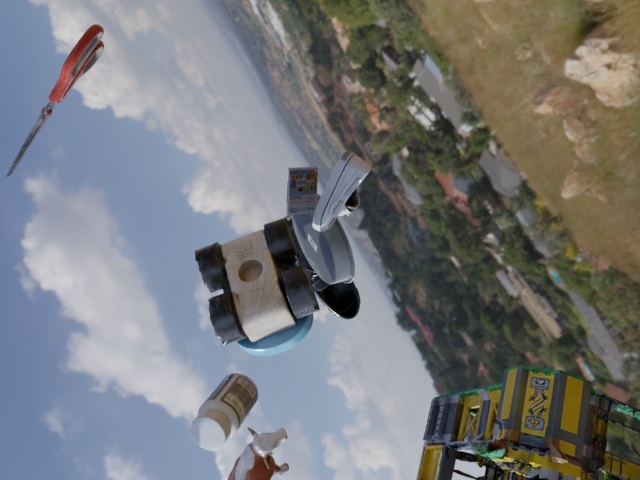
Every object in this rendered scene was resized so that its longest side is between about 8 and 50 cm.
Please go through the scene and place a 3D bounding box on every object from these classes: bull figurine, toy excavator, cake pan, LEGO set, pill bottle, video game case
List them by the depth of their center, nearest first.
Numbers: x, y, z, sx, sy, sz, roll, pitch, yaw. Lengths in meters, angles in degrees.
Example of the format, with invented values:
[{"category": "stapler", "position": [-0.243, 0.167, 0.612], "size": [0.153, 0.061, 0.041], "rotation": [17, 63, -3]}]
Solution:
[{"category": "LEGO set", "position": [0.216, 0.248, 0.455], "size": [0.331, 0.192, 0.255], "rotation": [25, 155, -15]}, {"category": "pill bottle", "position": [-0.168, 0.300, 1.018], "size": [0.078, 0.078, 0.137], "rotation": [58, -157, -7]}, {"category": "bull figurine", "position": [-0.158, 0.573, 1.374], "size": [0.101, 0.311, 0.188], "rotation": [27, 179, 28]}, {"category": "toy excavator", "position": [-0.130, 0.127, 1.440], "size": [0.445, 0.222, 0.433], "rotation": [71, 178, -52]}, {"category": "video game case", "position": [-0.047, -0.130, 1.500], "size": [0.011, 0.087, 0.122], "rotation": [28, 120, 56]}, {"category": "cake pan", "position": [0.000, 0.000, 1.662], "size": [0.293, 0.054, 0.293], "rotation": [53, 158, 32]}]

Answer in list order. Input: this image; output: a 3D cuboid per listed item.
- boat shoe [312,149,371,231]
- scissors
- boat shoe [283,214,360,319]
[{"category": "boat shoe", "position": [0.054, -0.102, 1.404], "size": [0.088, 0.096, 0.268], "rotation": [32, 135, 8]}, {"category": "scissors", "position": [-0.448, -0.230, 0.957], "size": [0.021, 0.297, 0.109], "rotation": [36, 175, -14]}, {"category": "boat shoe", "position": [0.013, 0.102, 2.170], "size": [0.500, 0.186, 0.156], "rotation": [60, 174, -27]}]
